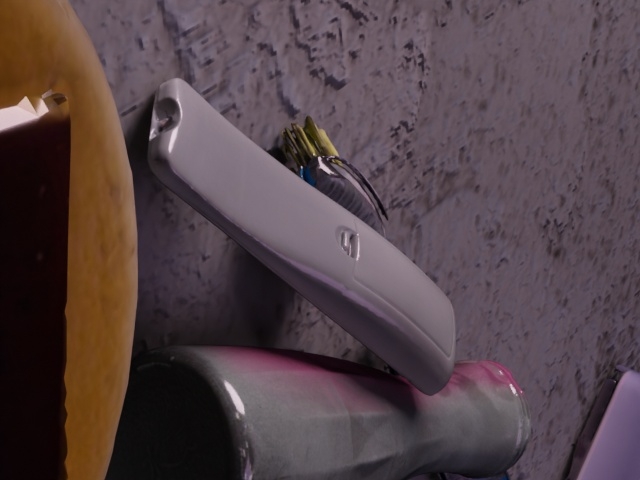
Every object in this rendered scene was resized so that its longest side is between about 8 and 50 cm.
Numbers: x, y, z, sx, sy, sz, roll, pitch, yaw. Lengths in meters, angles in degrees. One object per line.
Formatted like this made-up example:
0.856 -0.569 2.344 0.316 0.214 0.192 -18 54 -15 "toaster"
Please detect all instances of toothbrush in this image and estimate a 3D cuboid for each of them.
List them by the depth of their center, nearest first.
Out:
0.057 0.077 0.886 0.035 0.042 0.413 -25 141 2 "toothbrush"

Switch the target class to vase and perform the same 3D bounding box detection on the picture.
0.009 0.084 0.754 0.214 0.086 0.086 0 108 -49 "vase"

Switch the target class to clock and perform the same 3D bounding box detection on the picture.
0.226 0.174 1.150 0.193 0.073 0.144 30 84 -57 "clock"

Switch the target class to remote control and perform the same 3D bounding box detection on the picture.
0.000 0.000 0.704 0.184 0.027 0.050 39 38 -36 "remote control"

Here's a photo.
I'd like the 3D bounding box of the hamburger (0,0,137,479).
-0.179 0.025 0.397 0.302 0.170 0.302 -31 129 -48 "hamburger"
